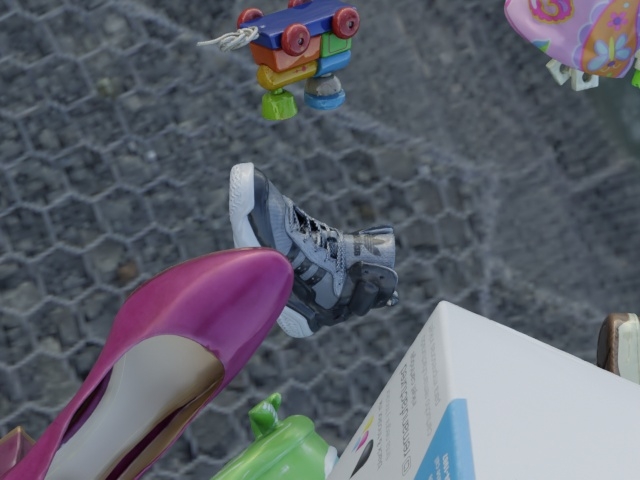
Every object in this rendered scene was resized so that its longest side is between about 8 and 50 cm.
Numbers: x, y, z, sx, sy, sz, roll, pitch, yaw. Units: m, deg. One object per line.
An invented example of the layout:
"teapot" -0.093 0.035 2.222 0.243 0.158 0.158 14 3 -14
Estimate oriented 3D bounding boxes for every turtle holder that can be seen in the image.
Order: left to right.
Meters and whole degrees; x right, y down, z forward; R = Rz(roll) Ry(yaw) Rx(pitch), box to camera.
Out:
"turtle holder" -0.073 0.339 1.878 0.243 0.320 0.227 -38 86 -29

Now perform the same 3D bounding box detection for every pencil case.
"pencil case" 0.255 -0.257 1.197 0.124 0.284 0.124 22 35 -16

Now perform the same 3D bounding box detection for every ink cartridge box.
"ink cartridge box" 0.088 0.219 0.856 0.197 0.270 0.198 24 27 -13

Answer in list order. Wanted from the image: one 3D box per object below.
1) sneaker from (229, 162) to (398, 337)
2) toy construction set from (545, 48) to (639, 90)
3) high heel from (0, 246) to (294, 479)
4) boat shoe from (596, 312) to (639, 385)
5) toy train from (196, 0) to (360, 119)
"sneaker" 0.000 0.000 1.732 0.268 0.153 0.101 65 18 -49
"toy construction set" 0.370 -0.253 1.928 0.215 0.328 0.151 8 94 -30
"high heel" -0.155 0.166 1.350 0.127 0.377 0.181 37 18 -30
"boat shoe" 0.300 0.195 1.454 0.095 0.095 0.257 5 82 -2
"toy train" -0.061 -0.216 2.032 0.248 0.105 0.143 -24 125 -37
